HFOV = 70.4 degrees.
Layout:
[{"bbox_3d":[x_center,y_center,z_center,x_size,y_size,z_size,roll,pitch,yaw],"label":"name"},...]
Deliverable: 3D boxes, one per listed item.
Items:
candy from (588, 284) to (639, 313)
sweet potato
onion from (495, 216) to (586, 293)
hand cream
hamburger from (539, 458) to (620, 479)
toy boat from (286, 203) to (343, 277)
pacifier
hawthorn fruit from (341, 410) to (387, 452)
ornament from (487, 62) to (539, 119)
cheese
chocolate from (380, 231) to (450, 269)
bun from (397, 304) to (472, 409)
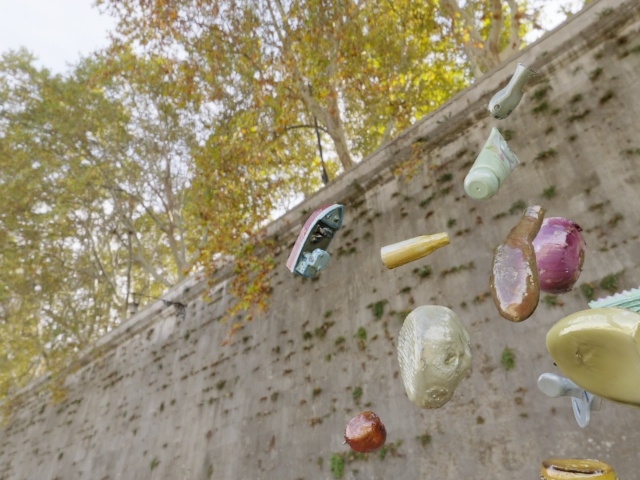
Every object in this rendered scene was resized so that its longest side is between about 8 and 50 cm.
[{"bbox_3d":[0.999,0.309,1.297,0.262,0.398,0.172,-13,-29,-10],"label":"candy"},{"bbox_3d":[0.454,0.041,1.049,0.109,0.385,0.109,15,-44,15],"label":"sweet potato"},{"bbox_3d":[1.071,0.065,2.119,0.358,0.358,0.345,9,8,-26],"label":"onion"},{"bbox_3d":[0.515,-0.223,1.353,0.147,0.306,0.093,50,-42,-8],"label":"hand cream"},{"bbox_3d":[0.670,0.628,1.167,0.181,0.118,0.191,-13,-17,42],"label":"hamburger"},{"bbox_3d":[0.000,0.000,1.835,0.133,0.332,0.145,28,1,41],"label":"toy boat"},{"bbox_3d":[0.889,0.521,1.627,0.207,0.227,0.279,-1,-65,11],"label":"pacifier"},{"bbox_3d":[0.196,0.829,1.950,0.179,0.174,0.173,5,-32,-28],"label":"hawthorn fruit"},{"bbox_3d":[0.547,-0.420,1.300,0.081,0.075,0.156,11,-57,-27],"label":"ornament"},{"bbox_3d":[0.711,0.290,1.154,0.128,0.260,0.316,-15,-1,-17],"label":"cheese"},{"bbox_3d":[0.301,0.028,1.426,0.219,0.086,0.085,-19,-32,25],"label":"chocolate"},{"bbox_3d":[0.406,0.419,1.640,0.234,0.362,0.326,6,-13,-9],"label":"bun"}]
